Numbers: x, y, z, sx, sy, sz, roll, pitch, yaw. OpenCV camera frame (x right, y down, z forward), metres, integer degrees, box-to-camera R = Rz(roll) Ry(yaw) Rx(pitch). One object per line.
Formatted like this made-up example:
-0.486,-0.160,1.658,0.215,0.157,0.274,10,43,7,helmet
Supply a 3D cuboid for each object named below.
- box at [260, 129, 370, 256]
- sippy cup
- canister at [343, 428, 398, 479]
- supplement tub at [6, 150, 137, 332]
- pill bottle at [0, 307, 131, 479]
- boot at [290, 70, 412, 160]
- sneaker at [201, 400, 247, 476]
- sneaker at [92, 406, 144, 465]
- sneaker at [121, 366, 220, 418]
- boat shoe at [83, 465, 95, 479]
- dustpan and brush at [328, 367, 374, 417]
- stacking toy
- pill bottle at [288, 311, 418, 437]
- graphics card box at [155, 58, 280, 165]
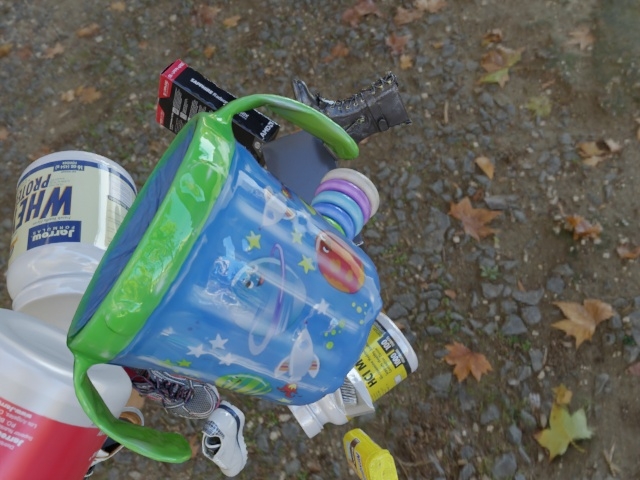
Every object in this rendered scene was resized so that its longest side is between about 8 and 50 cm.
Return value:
-0.002,-0.090,1.670,0.178,0.312,0.344,-20,77,5,box
-0.074,0.039,0.563,0.305,0.224,0.240,-47,24,28,sippy cup
0.129,0.586,1.600,0.073,0.126,0.170,-17,12,-19,canister
-0.478,0.014,1.186,0.235,0.235,0.325,-17,56,6,supplement tub
-0.435,0.310,0.755,0.229,0.229,0.408,25,82,33,pill bottle
0.076,-0.328,1.428,0.229,0.263,0.091,-31,40,12,boot
-0.228,0.472,1.384,0.090,0.235,0.095,16,39,23,sneaker
-0.534,0.455,1.330,0.290,0.123,0.106,-29,88,-17,sneaker
-0.400,0.372,1.539,0.299,0.112,0.121,25,84,-4,sneaker
-0.613,0.569,1.545,0.084,0.233,0.079,-2,38,-37,boat shoe
0.029,0.278,1.293,0.060,0.147,0.211,-12,75,-26,dustpan and brush
0.000,0.000,1.251,0.141,0.141,0.330,11,49,26,stacking toy
0.068,0.346,1.549,0.333,0.188,0.188,-35,51,-11,pill bottle
-0.320,-0.358,1.852,0.370,0.233,0.094,34,57,0,graphics card box
